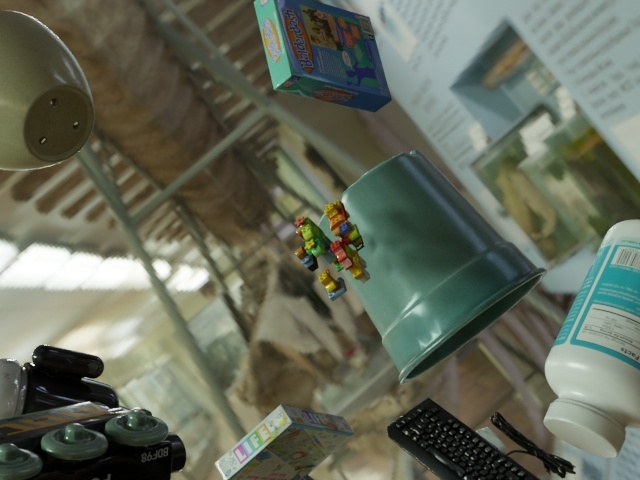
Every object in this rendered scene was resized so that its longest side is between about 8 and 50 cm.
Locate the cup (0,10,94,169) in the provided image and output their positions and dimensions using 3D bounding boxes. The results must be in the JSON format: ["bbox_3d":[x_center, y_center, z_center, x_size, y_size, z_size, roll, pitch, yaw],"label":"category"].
[{"bbox_3d":[-0.596,-0.273,2.353,0.331,0.237,0.331,-29,-47,-36],"label":"cup"}]

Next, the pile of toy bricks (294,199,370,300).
[{"bbox_3d":[0.000,0.000,1.930,0.118,0.105,0.212,-37,34,16],"label":"pile of toy bricks"}]

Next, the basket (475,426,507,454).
[{"bbox_3d":[0.274,0.424,1.984,0.103,0.167,0.113,-16,12,-6],"label":"basket"}]

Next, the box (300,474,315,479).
[{"bbox_3d":[-0.036,0.396,1.479,0.231,0.183,0.056,-31,24,42],"label":"box"}]

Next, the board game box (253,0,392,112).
[{"bbox_3d":[0.005,-0.292,1.790,0.210,0.160,0.047,8,-30,-41],"label":"board game box"}]

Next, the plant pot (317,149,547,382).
[{"bbox_3d":[0.188,0.033,2.168,0.341,0.334,0.341,-34,-14,-9],"label":"plant pot"}]

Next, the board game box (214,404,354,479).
[{"bbox_3d":[-0.038,0.235,1.310,0.103,0.026,0.154,-43,-28,12],"label":"board game box"}]

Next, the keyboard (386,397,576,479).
[{"bbox_3d":[0.278,0.346,1.826,0.201,0.317,0.033,-24,-44,-40],"label":"keyboard"}]

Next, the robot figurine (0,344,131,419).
[{"bbox_3d":[-0.413,0.278,1.750,0.173,0.278,0.209,-28,48,56],"label":"robot figurine"}]

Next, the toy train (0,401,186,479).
[{"bbox_3d":[-0.326,0.268,1.373,0.334,0.142,0.190,-8,19,-44],"label":"toy train"}]

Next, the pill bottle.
[{"bbox_3d":[0.358,0.118,1.362,0.264,0.146,0.146,-60,5,-18],"label":"pill bottle"}]
